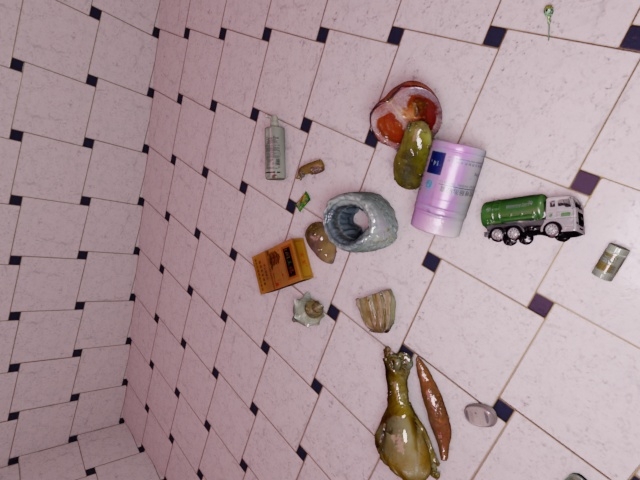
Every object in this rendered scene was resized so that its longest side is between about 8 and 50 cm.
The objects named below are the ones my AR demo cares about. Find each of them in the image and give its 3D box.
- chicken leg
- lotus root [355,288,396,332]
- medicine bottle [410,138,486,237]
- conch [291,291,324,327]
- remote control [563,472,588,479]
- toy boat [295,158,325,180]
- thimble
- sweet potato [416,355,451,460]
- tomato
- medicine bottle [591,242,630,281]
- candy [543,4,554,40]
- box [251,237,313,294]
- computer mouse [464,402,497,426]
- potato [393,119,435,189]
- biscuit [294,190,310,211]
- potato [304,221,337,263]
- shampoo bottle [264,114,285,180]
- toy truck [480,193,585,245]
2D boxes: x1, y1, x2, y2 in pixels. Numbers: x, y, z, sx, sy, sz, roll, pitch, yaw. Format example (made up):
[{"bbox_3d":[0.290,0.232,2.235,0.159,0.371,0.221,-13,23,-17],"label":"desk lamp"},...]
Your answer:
[{"bbox_3d":[0.267,0.561,1.358,0.201,0.152,0.430,-12,77,38],"label":"chicken leg"},{"bbox_3d":[0.202,0.245,1.430,0.143,0.070,0.144,-14,80,36],"label":"lotus root"},{"bbox_3d":[0.362,-0.148,1.196,0.152,0.152,0.254,24,109,39],"label":"medicine bottle"},{"bbox_3d":[-0.064,0.271,1.650,0.233,0.114,0.138,1,81,48],"label":"conch"},{"bbox_3d":[0.707,0.677,1.021,0.222,0.042,0.072,42,119,34],"label":"remote control"},{"bbox_3d":[-0.043,-0.272,1.625,0.149,0.047,0.049,-16,83,41],"label":"toy boat"},{"bbox_3d":[0.133,-0.062,1.398,0.250,0.171,0.205,34,113,37],"label":"thimble"},{"bbox_3d":[0.362,0.519,1.310,0.072,0.066,0.315,-21,77,34],"label":"sweet potato"},{"bbox_3d":[0.271,-0.386,1.279,0.227,0.112,0.199,-21,121,40],"label":"tomato"},{"bbox_3d":[0.686,0.051,0.987,0.047,0.047,0.083,33,115,36],"label":"medicine bottle"},{"bbox_3d":[0.578,-0.551,1.055,0.025,0.023,0.084,-121,27,-80],"label":"candy"},{"bbox_3d":[-0.164,0.110,1.748,0.274,0.076,0.175,-23,79,41],"label":"box"},{"bbox_3d":[0.473,0.511,1.224,0.096,0.039,0.066,-18,80,49],"label":"computer mouse"},{"bbox_3d":[0.284,-0.254,1.265,0.117,0.090,0.226,15,131,14],"label":"potato"},{"bbox_3d":[-0.072,-0.155,1.682,0.089,0.016,0.046,-45,64,35],"label":"biscuit"},{"bbox_3d":[0.000,0.000,1.580,0.100,0.089,0.172,-44,63,33],"label":"potato"},{"bbox_3d":[-0.188,-0.384,1.725,0.085,0.085,0.263,2,94,42],"label":"shampoo bottle"},{"bbox_3d":[0.540,-0.056,1.080,0.242,0.101,0.125,-5,78,45],"label":"toy truck"}]
